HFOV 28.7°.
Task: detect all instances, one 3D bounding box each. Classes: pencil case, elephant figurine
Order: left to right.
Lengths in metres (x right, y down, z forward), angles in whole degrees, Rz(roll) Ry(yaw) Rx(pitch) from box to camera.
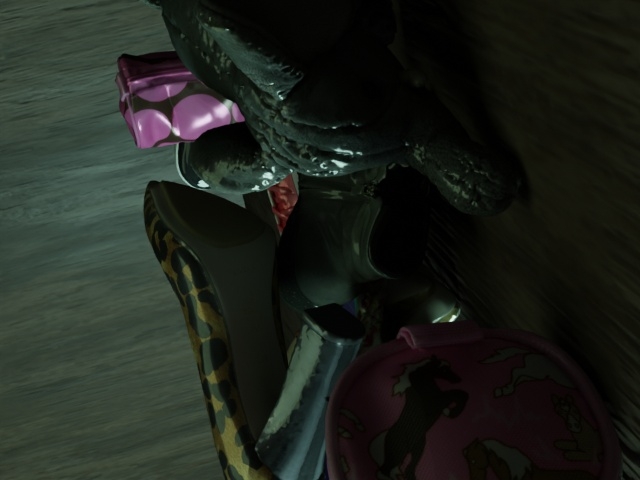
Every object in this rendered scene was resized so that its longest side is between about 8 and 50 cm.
[{"bbox_3d":[-0.071,-0.134,1.063,0.098,0.209,0.095,33,-133,-85],"label":"pencil case"},{"bbox_3d":[-0.012,-0.102,0.757,0.169,0.186,0.239,47,-157,-35],"label":"elephant figurine"},{"bbox_3d":[0.086,0.207,0.765,0.167,0.160,0.386,35,152,26],"label":"pencil case"}]

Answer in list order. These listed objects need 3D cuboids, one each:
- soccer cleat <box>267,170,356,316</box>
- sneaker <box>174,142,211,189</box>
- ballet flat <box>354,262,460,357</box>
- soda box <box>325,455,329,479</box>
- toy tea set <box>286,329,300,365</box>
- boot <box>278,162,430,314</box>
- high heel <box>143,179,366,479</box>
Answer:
[{"bbox_3d":[0.000,0.000,1.036,0.248,0.095,0.083,60,177,-21],"label":"soccer cleat"},{"bbox_3d":[-0.070,-0.128,1.176,0.217,0.079,0.121,-58,21,15],"label":"sneaker"},{"bbox_3d":[0.067,0.075,0.910,0.091,0.077,0.241,36,-144,-24],"label":"ballet flat"},{"bbox_3d":[0.009,0.234,0.976,0.091,0.098,0.286,68,-137,-64],"label":"soda box"},{"bbox_3d":[-0.010,0.041,1.278,0.200,0.124,0.336,137,118,-82],"label":"toy tea set"},{"bbox_3d":[0.038,-0.071,0.902,0.161,0.083,0.247,-34,48,58],"label":"boot"},{"bbox_3d":[-0.079,0.080,0.901,0.261,0.093,0.186,41,122,42],"label":"high heel"}]
